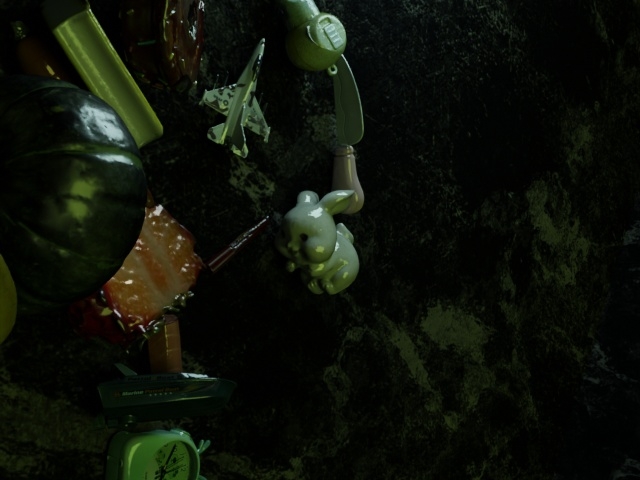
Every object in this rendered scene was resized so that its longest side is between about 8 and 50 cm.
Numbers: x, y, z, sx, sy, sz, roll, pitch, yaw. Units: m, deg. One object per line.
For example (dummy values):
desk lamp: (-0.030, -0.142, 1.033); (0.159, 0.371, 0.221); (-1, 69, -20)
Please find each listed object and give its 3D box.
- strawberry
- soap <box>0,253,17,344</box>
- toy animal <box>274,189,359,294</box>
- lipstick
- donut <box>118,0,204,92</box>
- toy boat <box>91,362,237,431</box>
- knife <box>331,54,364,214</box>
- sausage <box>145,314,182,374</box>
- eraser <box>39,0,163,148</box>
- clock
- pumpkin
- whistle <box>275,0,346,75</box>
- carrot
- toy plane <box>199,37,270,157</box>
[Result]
strawberry: (-0.336, 0.037, 1.370); (0.280, 0.150, 0.253); (48, 37, -27)
soap: (-0.560, 0.068, 0.989); (0.115, 0.427, 0.306); (-103, 180, -53)
toy animal: (0.003, 0.000, 1.766); (0.178, 0.127, 0.193); (-48, 128, -35)
lipstick: (-0.154, 0.006, 1.664); (0.176, 0.027, 0.027); (-43, 127, -38)
donut: (-0.245, -0.340, 1.389); (0.230, 0.095, 0.216); (-75, 169, -68)
toy boat: (-0.258, 0.253, 1.474); (0.246, 0.093, 0.103); (-2, 60, -19)
knife: (0.053, -0.218, 1.818); (0.043, 0.081, 0.336); (-20, 112, -49)
sausage: (-0.272, 0.216, 1.541); (0.065, 0.065, 0.170); (-16, 109, -47)
eraser: (-0.324, -0.257, 1.315); (0.069, 0.158, 0.226); (-31, 126, -4)
clock: (-0.279, 0.407, 1.561); (0.210, 0.066, 0.159); (4, 94, -50)
pumpkin: (-0.388, -0.060, 1.158); (0.241, 0.323, 0.323); (9, 90, -72)
whistle: (-0.034, -0.409, 1.686); (0.123, 0.123, 0.223); (-41, 105, -37)
carrot: (-0.352, -0.179, 1.315); (0.069, 0.069, 0.336); (-45, 108, -35)
toy plane: (-0.145, -0.254, 1.598); (0.160, 0.082, 0.234); (27, 62, -38)
